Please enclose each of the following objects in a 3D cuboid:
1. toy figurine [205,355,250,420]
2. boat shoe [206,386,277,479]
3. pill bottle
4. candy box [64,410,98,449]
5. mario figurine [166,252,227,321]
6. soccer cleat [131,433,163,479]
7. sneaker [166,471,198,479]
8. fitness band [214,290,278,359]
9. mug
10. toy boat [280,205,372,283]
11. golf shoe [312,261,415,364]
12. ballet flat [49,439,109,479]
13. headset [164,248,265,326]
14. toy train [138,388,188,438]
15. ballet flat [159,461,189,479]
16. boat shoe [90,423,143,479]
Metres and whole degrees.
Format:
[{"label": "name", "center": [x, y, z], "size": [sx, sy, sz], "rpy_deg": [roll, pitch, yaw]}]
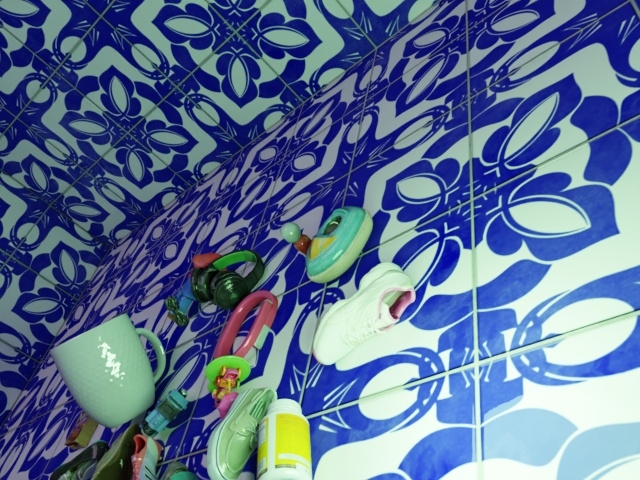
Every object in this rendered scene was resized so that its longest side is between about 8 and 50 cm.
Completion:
[{"label": "toy figurine", "center": [-0.263, 0.439, 1.614], "size": [0.173, 0.130, 0.159], "rpy_deg": [-59, 28, 31]}, {"label": "boat shoe", "center": [-0.188, 0.461, 1.411], "size": [0.094, 0.109, 0.302], "rpy_deg": [-30, 18, 23]}, {"label": "pill bottle", "center": [-0.080, 0.459, 1.272], "size": [0.117, 0.117, 0.215], "rpy_deg": [-38, 27, 19]}, {"label": "candy box", "center": [-0.923, 0.723, 2.277], "size": [0.109, 0.053, 0.186], "rpy_deg": [-26, 32, 39]}, {"label": "mario figurine", "center": [-0.466, 0.191, 2.285], "size": [0.198, 0.170, 0.320], "rpy_deg": [45, 105, 23]}, {"label": "soccer cleat", "center": [-0.514, 0.671, 1.669], "size": [0.083, 0.095, 0.248], "rpy_deg": [-42, 26, 13]}, {"label": "sneaker", "center": [-0.297, 0.627, 1.379], "size": [0.295, 0.124, 0.178], "rpy_deg": [-40, 36, 18]}, {"label": "fitness band", "center": [-0.240, 0.281, 1.842], "size": [0.209, 0.054, 0.290], "rpy_deg": [-20, 36, 44]}, {"label": "mug", "center": [-0.699, 0.445, 2.022], "size": [0.276, 0.328, 0.374], "rpy_deg": [-26, 1, 34]}, {"label": "toy boat", "center": [0.000, 0.000, 1.755], "size": [0.318, 0.148, 0.267], "rpy_deg": [-1, 52, 56]}, {"label": "golf shoe", "center": [0.103, 0.188, 1.382], "size": [0.306, 0.115, 0.140], "rpy_deg": [-49, 29, 0]}, {"label": "ballet flat", "center": [-0.848, 0.804, 2.008], "size": [0.280, 0.095, 0.096], "rpy_deg": [-40, 39, 15]}, {"label": "headset", "center": [-0.375, 0.147, 2.037], "size": [0.243, 0.185, 0.394], "rpy_deg": [8, 43, 40]}, {"label": "toy train", "center": [-0.490, 0.541, 1.804], "size": [0.184, 0.080, 0.105], "rpy_deg": [-45, -1, 5]}, {"label": "ballet flat", "center": [-0.421, 0.692, 1.528], "size": [0.068, 0.072, 0.213], "rpy_deg": [-7, 46, 48]}, {"label": "boat shoe", "center": [-0.649, 0.719, 1.806], "size": [0.098, 0.109, 0.302], "rpy_deg": [-31, 24, 41]}]
